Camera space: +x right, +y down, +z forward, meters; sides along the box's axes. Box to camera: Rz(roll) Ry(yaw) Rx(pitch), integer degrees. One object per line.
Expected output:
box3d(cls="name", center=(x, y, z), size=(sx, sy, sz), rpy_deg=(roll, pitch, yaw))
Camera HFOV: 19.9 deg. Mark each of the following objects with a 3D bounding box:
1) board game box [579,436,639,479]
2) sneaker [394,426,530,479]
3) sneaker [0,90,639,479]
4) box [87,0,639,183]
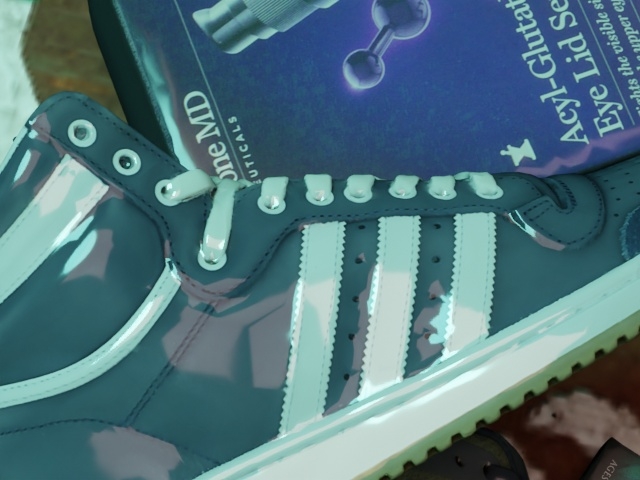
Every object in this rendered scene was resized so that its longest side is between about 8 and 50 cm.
box3d(cls="board game box", center=(0.111, 0.184, 0.684), size=(0.126, 0.026, 0.186), rpy_deg=(33, 73, 8))
box3d(cls="sneaker", center=(0.049, 0.133, 0.632), size=(0.300, 0.111, 0.121), rpy_deg=(39, 71, 22))
box3d(cls="sneaker", center=(0.000, 0.000, 0.589), size=(0.282, 0.099, 0.153), rpy_deg=(-29, 86, -13))
box3d(cls="box", center=(0.030, -0.062, 0.717), size=(0.207, 0.108, 0.153), rpy_deg=(-20, 75, -10))
